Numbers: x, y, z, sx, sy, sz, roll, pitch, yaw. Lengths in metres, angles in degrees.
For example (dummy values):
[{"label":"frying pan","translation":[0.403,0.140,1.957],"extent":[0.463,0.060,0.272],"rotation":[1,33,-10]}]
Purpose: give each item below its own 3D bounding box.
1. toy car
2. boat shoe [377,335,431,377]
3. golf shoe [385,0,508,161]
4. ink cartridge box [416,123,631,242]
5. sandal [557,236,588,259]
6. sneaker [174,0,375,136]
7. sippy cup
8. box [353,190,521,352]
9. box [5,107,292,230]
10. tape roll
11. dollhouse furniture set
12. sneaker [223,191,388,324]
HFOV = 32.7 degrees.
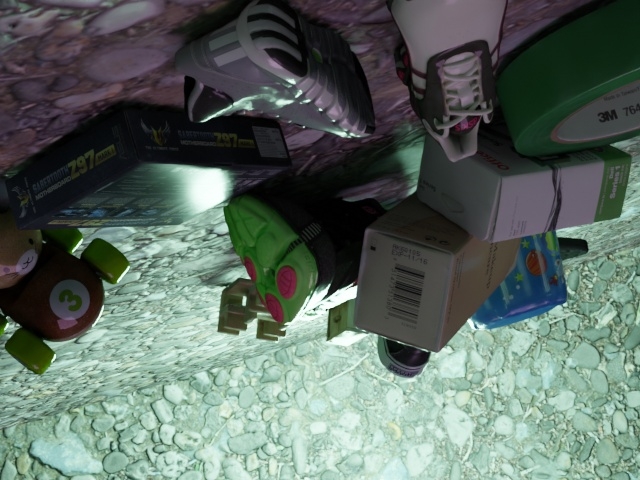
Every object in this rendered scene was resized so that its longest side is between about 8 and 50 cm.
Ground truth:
[{"label":"toy car","translation":[-0.316,0.019,1.135],"extent":[0.155,0.149,0.188],"rotation":[-53,151,-19]},{"label":"boat shoe","translation":[0.132,0.060,1.688],"extent":[0.113,0.306,0.105],"rotation":[14,135,-8]},{"label":"golf shoe","translation":[0.122,-0.159,0.946],"extent":[0.105,0.120,0.273],"rotation":[-16,167,3]},{"label":"ink cartridge box","translation":[0.256,-0.081,1.388],"extent":[0.219,0.093,0.160],"rotation":[-10,-151,-31]},{"label":"sandal","translation":[0.286,0.000,2.050],"extent":[0.445,0.107,0.167],"rotation":[-3,169,-4]},{"label":"sneaker","translation":[-0.048,-0.134,0.945],"extent":[0.132,0.086,0.228],"rotation":[-16,160,22]},{"label":"sippy cup","translation":[0.296,0.022,1.800],"extent":[0.305,0.224,0.240],"rotation":[-12,168,-26]},{"label":"box","translation":[0.168,0.012,1.450],"extent":[0.121,0.148,0.311],"rotation":[16,-153,23]},{"label":"box","translation":[-0.169,-0.068,1.108],"extent":[0.183,0.059,0.232],"rotation":[-25,167,35]},{"label":"tape roll","translation":[0.358,-0.188,1.211],"extent":[0.321,0.077,0.321],"rotation":[-17,169,-3]},{"label":"dollhouse furniture set","translation":[-0.039,0.080,1.932],"extent":[0.242,0.161,0.212],"rotation":[12,158,-20]},{"label":"sneaker","translation":[0.000,0.000,1.476],"extent":[0.202,0.185,0.483],"rotation":[-28,176,3]}]
